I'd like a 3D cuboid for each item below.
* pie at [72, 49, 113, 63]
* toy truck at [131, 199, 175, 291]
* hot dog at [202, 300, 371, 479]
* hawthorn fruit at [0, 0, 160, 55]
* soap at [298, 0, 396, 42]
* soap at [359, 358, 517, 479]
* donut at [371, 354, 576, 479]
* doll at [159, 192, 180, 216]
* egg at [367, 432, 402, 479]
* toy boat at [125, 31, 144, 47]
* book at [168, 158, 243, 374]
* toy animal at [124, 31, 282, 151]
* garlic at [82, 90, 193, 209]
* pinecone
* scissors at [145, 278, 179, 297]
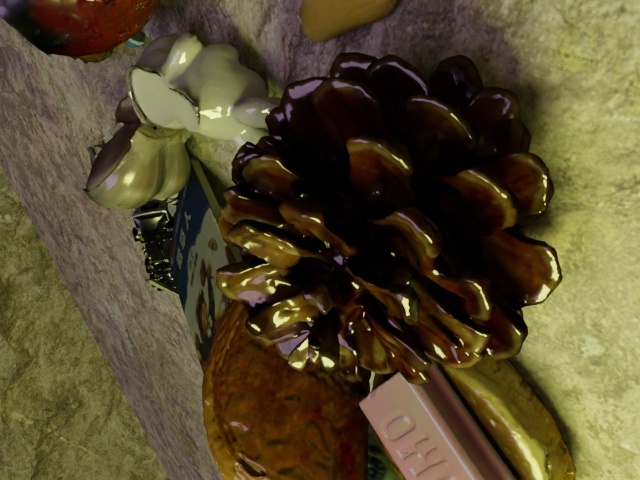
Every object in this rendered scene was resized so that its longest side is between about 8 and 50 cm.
[{"bbox_3d":[-0.523,-0.516,1.193,0.354,0.103,0.288,34,139,31],"label":"pie"},{"bbox_3d":[-0.384,0.014,1.415,0.125,0.101,0.243,-105,5,-58],"label":"toy truck"},{"bbox_3d":[-0.030,0.204,0.860,0.174,0.267,0.388,-26,50,43],"label":"hot dog"},{"bbox_3d":[-0.396,-0.436,0.913,0.316,0.316,0.316,31,137,34],"label":"hawthorn fruit"},{"bbox_3d":[0.031,-0.309,0.721,0.168,0.033,0.089,1,114,51],"label":"soap"},{"bbox_3d":[0.150,0.266,0.749,0.203,0.065,0.122,55,133,19],"label":"soap"},{"bbox_3d":[0.218,0.292,0.853,0.330,0.160,0.330,20,119,43],"label":"donut"},{"bbox_3d":[-0.355,-0.154,1.289,0.091,0.067,0.219,-21,101,35],"label":"doll"},{"bbox_3d":[0.109,0.518,1.025,0.379,0.287,0.288,51,145,17],"label":"egg"},{"bbox_3d":[-0.380,-0.452,1.121,0.105,0.034,0.149,35,139,29],"label":"toy boat"},{"bbox_3d":[-0.225,0.075,1.145,0.428,0.039,0.300,58,139,42],"label":"book"},{"bbox_3d":[-0.183,-0.229,0.945,0.325,0.154,0.208,42,149,16],"label":"toy animal"},{"bbox_3d":[-0.366,-0.181,1.132,0.292,0.210,0.238,-27,81,40],"label":"garlic"},{"bbox_3d":[0.066,-0.008,0.647,0.397,0.397,0.398,31,137,34],"label":"pinecone"},{"bbox_3d":[-0.323,0.130,1.351,0.109,0.022,0.300,50,-177,25],"label":"scissors"}]
